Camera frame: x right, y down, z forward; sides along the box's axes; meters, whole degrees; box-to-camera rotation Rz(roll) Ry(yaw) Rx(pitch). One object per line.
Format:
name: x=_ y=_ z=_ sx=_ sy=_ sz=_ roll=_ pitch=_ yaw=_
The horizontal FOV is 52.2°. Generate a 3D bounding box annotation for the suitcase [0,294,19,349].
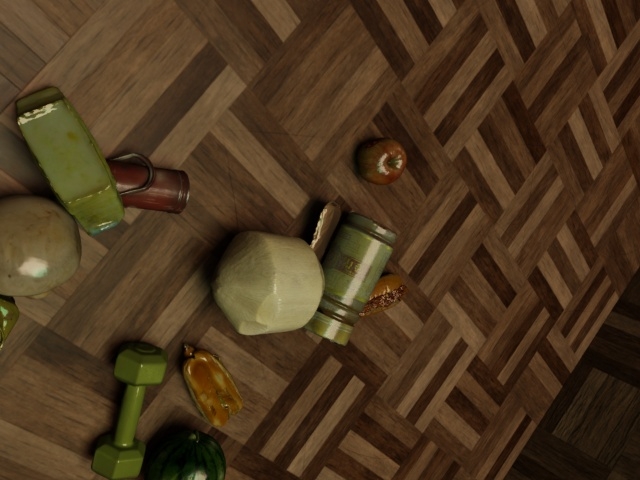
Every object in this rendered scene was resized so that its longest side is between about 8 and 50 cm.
suitcase: x=-0.665 y=0.164 z=1.146 sx=0.194 sy=0.143 sz=0.235 roll=35 pitch=83 yaw=-41

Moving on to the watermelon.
watermelon: x=-0.316 y=0.531 z=1.533 sx=0.188 sy=0.188 sz=0.214 roll=-1 pitch=105 yaw=-38

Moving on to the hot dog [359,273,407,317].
hot dog: x=0.155 y=0.160 z=1.846 sx=0.249 sy=0.076 sz=0.102 roll=-16 pitch=112 yaw=-33

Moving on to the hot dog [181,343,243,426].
hot dog: x=-0.267 y=0.352 z=1.584 sx=0.109 sy=0.072 sz=0.269 roll=-37 pitch=127 yaw=-24

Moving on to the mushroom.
mushroom: x=-0.542 y=0.013 z=1.184 sx=0.206 sy=0.209 sz=0.206 roll=12 pitch=69 yaw=-33

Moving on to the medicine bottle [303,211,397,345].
medicine bottle: x=0.070 y=0.098 z=1.703 sx=0.151 sy=0.151 sz=0.322 roll=28 pitch=88 yaw=-41

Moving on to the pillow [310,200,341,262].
pillow: x=-0.001 y=0.000 z=1.657 sx=0.211 sy=0.034 sz=0.135 roll=-67 pitch=167 yaw=2

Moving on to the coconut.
coconut: x=-0.133 y=0.097 z=1.491 sx=0.266 sy=0.237 sz=0.237 roll=9 pitch=100 yaw=-45

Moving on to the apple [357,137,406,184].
apple: x=0.158 y=-0.205 z=1.695 sx=0.126 sy=0.102 sz=0.126 roll=-9 pitch=107 yaw=-32

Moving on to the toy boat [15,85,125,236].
toy boat: x=-0.449 y=-0.143 z=1.175 sx=0.111 sy=0.084 sz=0.276 roll=-27 pitch=99 yaw=-13

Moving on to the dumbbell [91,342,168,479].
dumbbell: x=-0.421 y=0.376 z=1.444 sx=0.108 sy=0.121 sz=0.302 roll=13 pitch=98 yaw=-12

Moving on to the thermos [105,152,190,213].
thermos: x=-0.388 y=-0.108 z=1.305 sx=0.232 sy=0.099 sz=0.124 roll=5 pitch=139 yaw=-38
